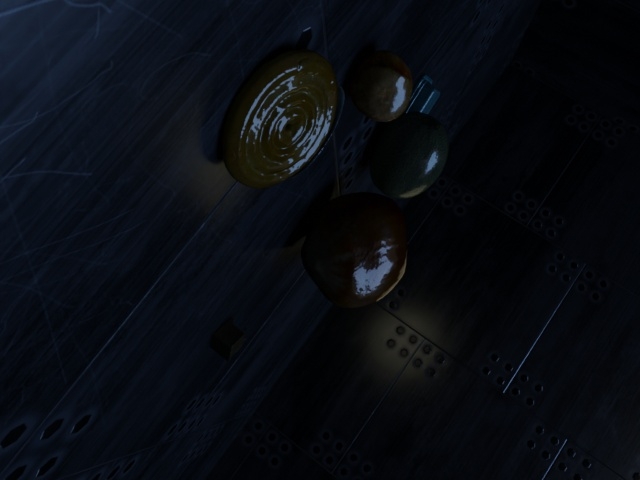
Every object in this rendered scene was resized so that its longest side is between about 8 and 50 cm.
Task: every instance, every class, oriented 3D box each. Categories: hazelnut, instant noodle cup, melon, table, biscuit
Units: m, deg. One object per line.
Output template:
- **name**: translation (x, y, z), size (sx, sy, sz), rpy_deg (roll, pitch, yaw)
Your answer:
- **hazelnut**: translation (0.140, -0.349, 1.135), size (0.150, 0.150, 0.150), rpy_deg (-51, 167, -16)
- **instant noodle cup**: translation (0.344, -0.472, 1.737), size (0.179, 0.070, 0.157), rpy_deg (-58, 166, 19)
- **melon**: translation (0.286, -0.270, 1.650), size (0.237, 0.238, 0.301), rpy_deg (-43, 166, -43)
- **hazelnut**: translation (0.107, 0.026, 1.575), size (0.365, 0.366, 0.365), rpy_deg (-51, 167, -16)
- **table**: translation (-0.259, 0.282, 1.443), size (0.082, 0.070, 0.083), rpy_deg (-45, 163, -38)
- **biscuit**: translation (-0.058, -0.200, 0.868), size (0.262, 0.037, 0.262), rpy_deg (-37, 150, -26)

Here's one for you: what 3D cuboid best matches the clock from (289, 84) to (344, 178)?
- **clock**: translation (-0.029, -0.228, 1.026), size (0.215, 0.042, 0.215), rpy_deg (-51, 167, -17)
